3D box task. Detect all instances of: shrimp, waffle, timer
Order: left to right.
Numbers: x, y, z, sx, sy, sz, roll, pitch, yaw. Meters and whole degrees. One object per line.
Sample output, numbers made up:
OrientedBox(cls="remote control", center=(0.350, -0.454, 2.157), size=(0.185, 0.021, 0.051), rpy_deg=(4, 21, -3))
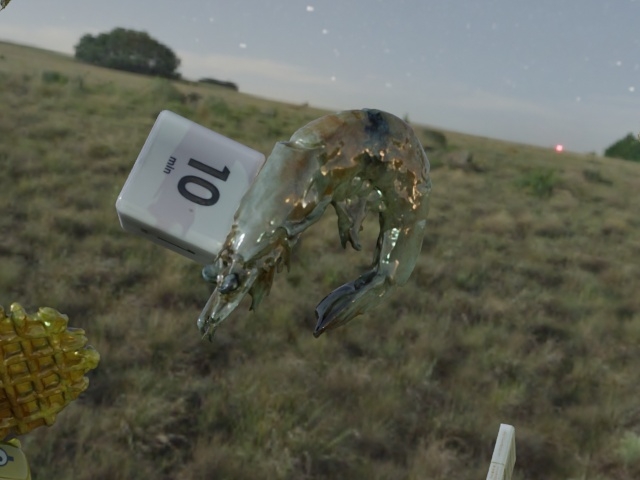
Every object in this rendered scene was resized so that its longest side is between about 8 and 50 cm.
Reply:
OrientedBox(cls="waffle", center=(-0.556, 0.228, 1.508), size=(0.302, 0.325, 0.068), rpy_deg=(30, 16, -36))
OrientedBox(cls="timer", center=(-0.226, -0.084, 1.525), size=(0.195, 0.192, 0.194), rpy_deg=(24, -13, -4))
OrientedBox(cls="shrimp", center=(0.000, 0.000, 1.024), size=(0.247, 0.360, 0.085), rpy_deg=(53, -18, -23))

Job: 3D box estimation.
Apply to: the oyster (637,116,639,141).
OrientedBox(cls="oyster", center=(0.453, -0.156, 1.166), size=(0.106, 0.200, 0.061), rpy_deg=(31, -28, 11))

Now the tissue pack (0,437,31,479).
OrientedBox(cls="tissue pack", center=(-0.523, 0.352, 1.289), size=(0.123, 0.127, 0.178), rpy_deg=(-16, -28, 32))

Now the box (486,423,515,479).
OrientedBox(cls="box", center=(0.313, 0.454, 1.567), size=(0.032, 0.122, 0.220), rpy_deg=(9, 47, 21))

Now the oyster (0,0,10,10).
OrientedBox(cls="oyster", center=(-0.405, -0.349, 1.136), size=(0.121, 0.146, 0.045), rpy_deg=(-4, -18, 31))
